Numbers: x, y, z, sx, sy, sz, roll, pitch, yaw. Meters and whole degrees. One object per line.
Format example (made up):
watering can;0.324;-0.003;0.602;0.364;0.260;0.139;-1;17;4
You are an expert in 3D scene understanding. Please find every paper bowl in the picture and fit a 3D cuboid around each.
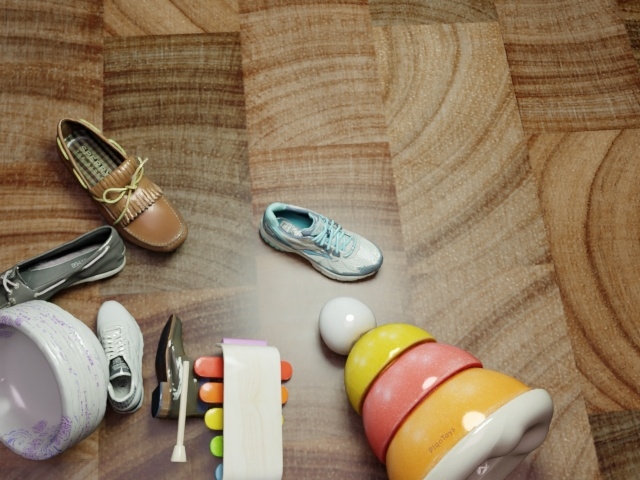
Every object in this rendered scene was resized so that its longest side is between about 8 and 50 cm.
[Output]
paper bowl;-0.514;0.250;1.356;0.284;0.284;0.148;45;32;13

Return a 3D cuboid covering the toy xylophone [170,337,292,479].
toy xylophone;-0.169;0.335;1.400;0.236;0.081;0.322;14;66;-18

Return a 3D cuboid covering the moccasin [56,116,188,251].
moccasin;-0.429;-0.124;1.554;0.139;0.147;0.380;-36;75;-16

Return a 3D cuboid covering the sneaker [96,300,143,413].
sneaker;-0.402;0.225;1.448;0.090;0.095;0.235;-15;69;-8

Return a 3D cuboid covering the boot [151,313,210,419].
boot;-0.277;0.260;1.469;0.106;0.082;0.219;16;57;-24

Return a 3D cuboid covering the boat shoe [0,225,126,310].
boat shoe;-0.558;0.062;1.465;0.335;0.095;0.112;-26;53;-26

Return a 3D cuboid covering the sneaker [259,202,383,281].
sneaker;0.000;0.000;1.548;0.283;0.122;0.110;19;69;4

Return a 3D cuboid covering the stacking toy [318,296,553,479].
stacking toy;0.169;0.272;1.396;0.350;0.350;0.480;-33;58;-15

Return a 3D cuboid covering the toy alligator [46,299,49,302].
toy alligator;-0.586;0.183;1.473;0.056;0.051;0.189;10;68;0
